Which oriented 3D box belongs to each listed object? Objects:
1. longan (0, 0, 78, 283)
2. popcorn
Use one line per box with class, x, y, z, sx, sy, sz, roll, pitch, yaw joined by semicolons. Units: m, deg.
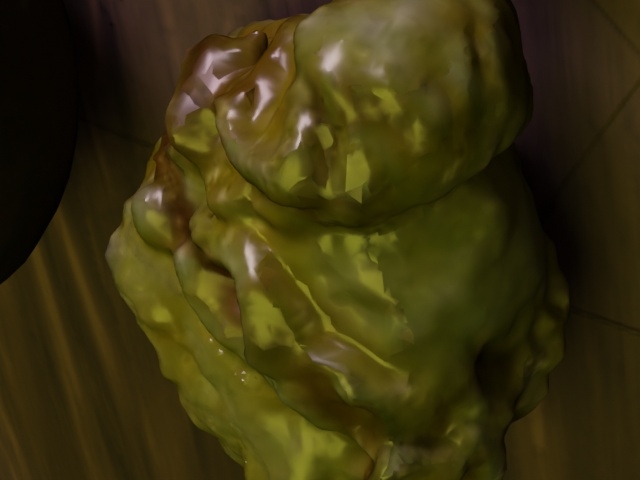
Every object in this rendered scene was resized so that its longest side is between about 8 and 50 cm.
longan;-0.263;-0.091;0.816;0.300;0.243;0.300;25;126;40
popcorn;0.000;0.000;0.758;0.225;0.174;0.286;15;129;34
